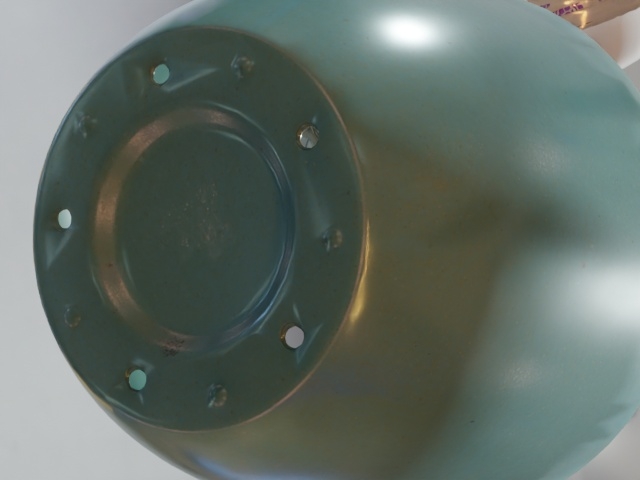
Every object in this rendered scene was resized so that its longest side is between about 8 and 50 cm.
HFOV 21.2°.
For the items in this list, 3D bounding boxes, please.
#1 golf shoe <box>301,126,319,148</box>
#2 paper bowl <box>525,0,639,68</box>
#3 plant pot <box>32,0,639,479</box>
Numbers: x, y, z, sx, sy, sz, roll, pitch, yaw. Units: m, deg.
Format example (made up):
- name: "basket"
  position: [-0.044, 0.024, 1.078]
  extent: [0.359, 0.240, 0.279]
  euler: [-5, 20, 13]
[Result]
- name: "golf shoe"
  position: [-0.013, -0.044, 1.181]
  extent: [0.176, 0.086, 0.069]
  euler: [61, 22, 14]
- name: "paper bowl"
  position: [0.195, -0.216, 1.559]
  extent: [0.148, 0.284, 0.284]
  euler: [70, -14, -12]
- name: "plant pot"
  position: [0.000, 0.000, 0.849]
  extent: [0.293, 0.235, 0.293]
  euler: [-2, -94, 32]
